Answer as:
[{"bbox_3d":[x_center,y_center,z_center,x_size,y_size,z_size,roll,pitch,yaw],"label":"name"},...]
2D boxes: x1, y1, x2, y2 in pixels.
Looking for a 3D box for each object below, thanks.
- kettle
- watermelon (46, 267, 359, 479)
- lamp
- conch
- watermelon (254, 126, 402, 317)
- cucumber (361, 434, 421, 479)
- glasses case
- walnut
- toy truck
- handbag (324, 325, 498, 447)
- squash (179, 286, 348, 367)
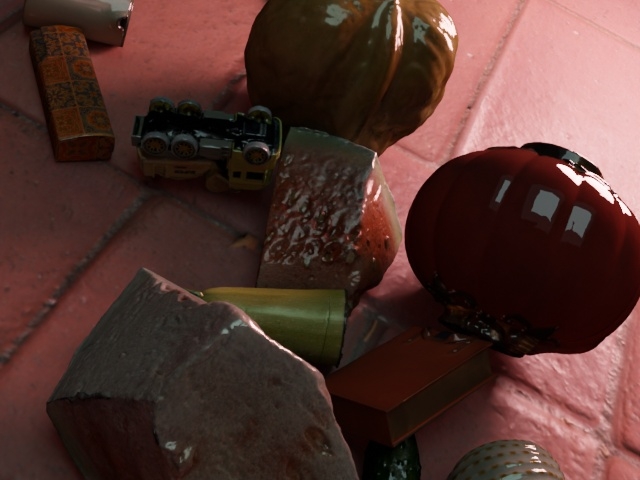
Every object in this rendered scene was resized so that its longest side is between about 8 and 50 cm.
[{"bbox_3d":[-0.353,-0.342,1.295,0.148,0.127,0.098,12,79,-17],"label":"kettle"},{"bbox_3d":[-0.102,0.160,0.838,0.228,0.258,0.387,-25,64,-33],"label":"watermelon"},{"bbox_3d":[0.253,0.012,1.108,0.303,0.303,0.257,26,83,0],"label":"lamp"},{"bbox_3d":[0.187,0.307,0.919,0.131,0.172,0.200,6,49,27],"label":"conch"},{"bbox_3d":[0.000,0.000,1.137,0.192,0.140,0.257,22,53,6],"label":"watermelon"},{"bbox_3d":[0.073,0.293,0.934,0.069,0.069,0.227,16,48,-10],"label":"cucumber"},{"bbox_3d":[-0.339,-0.203,1.196,0.075,0.049,0.218,-5,53,-27],"label":"glasses case"},{"bbox_3d":[0.039,-0.249,1.252,0.282,0.277,0.253,35,51,-6],"label":"walnut"},{"bbox_3d":[-0.150,-0.115,1.159,0.191,0.116,0.085,4,49,-8],"label":"toy truck"},{"bbox_3d":[0.100,0.163,1.022,0.190,0.063,0.127,-25,21,-38],"label":"handbag"},{"bbox_3d":[-0.076,0.086,1.030,0.224,0.094,0.094,10,48,-7],"label":"squash"}]
